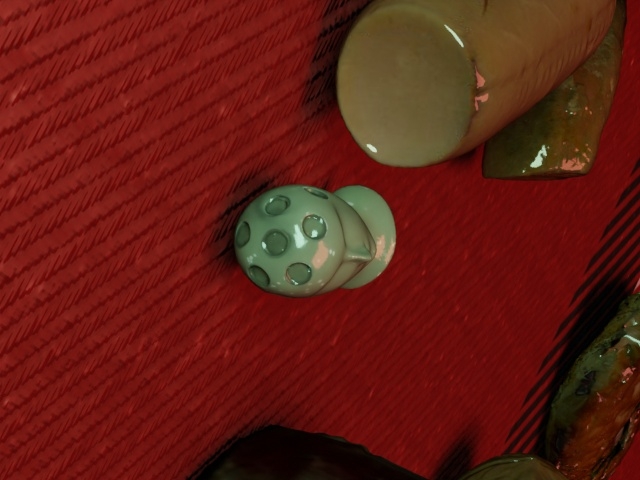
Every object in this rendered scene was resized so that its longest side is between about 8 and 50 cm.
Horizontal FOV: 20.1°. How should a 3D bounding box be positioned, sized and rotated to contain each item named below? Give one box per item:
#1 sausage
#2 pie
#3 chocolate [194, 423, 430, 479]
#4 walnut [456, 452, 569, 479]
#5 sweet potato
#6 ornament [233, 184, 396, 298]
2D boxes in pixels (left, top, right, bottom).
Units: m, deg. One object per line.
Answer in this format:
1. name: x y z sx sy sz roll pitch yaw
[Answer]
1. sausage: 0.117 -0.145 1.234 0.304 0.121 0.121 -39 145 -55
2. pie: 0.355 0.170 2.163 0.308 0.085 0.308 -52 158 -30
3. chocolate: 0.042 0.346 1.261 0.383 0.331 0.383 -53 157 -34
4. walnut: 0.185 0.306 1.791 0.167 0.167 0.207 -28 138 -59
5. sweet potato: 0.203 -0.138 1.488 0.097 0.097 0.251 78 31 -56
6. ornament: 0.000 0.000 1.156 0.156 0.081 0.074 -1 107 -72
